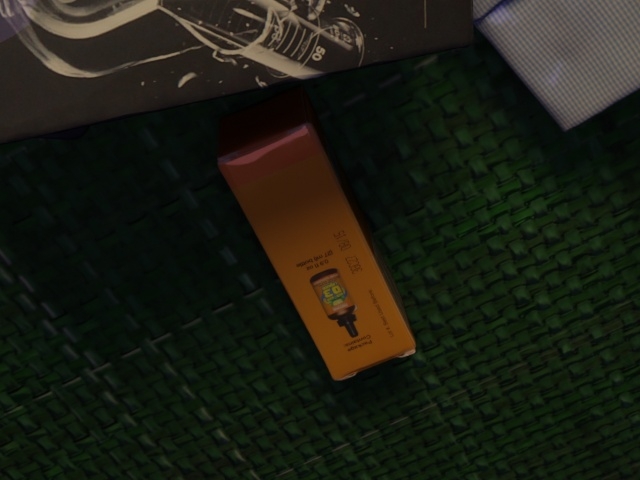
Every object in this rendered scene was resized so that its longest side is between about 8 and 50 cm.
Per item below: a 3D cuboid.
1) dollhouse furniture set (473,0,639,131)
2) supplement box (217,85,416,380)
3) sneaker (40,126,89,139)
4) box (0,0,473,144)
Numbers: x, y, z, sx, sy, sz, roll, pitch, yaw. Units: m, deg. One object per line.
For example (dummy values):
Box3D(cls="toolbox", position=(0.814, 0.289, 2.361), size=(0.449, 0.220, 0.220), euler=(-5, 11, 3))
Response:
Box3D(cls="dollhouse furniture set", position=(0.216, -0.129, 0.597), size=(0.303, 0.198, 0.286), euler=(-30, 113, 32))
Box3D(cls="supplement box", position=(0.000, 0.000, 0.777), size=(0.078, 0.080, 0.233), euler=(-22, 119, 7))
Box3D(cls="sneaker", position=(-0.245, -0.170, 0.633), size=(0.282, 0.099, 0.153), euler=(29, 112, -25))
Box3D(cls="box", position=(-0.102, -0.252, 0.482), size=(0.312, 0.179, 0.343), euler=(-16, 119, -18))
